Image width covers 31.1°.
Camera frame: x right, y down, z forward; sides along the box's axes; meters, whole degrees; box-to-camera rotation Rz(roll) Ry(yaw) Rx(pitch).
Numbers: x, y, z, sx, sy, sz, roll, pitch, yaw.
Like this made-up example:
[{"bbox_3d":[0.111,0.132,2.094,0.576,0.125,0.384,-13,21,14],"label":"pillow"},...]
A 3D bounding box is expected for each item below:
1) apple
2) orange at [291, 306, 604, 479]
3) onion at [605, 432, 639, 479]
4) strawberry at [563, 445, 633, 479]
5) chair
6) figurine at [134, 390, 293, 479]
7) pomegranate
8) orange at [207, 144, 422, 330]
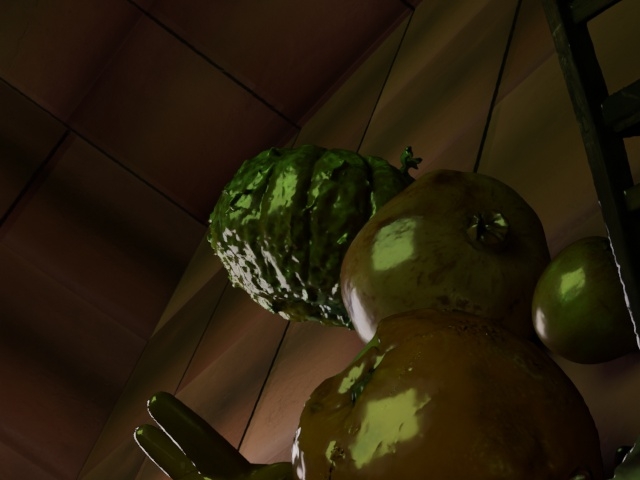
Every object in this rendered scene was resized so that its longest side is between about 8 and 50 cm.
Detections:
[{"bbox_3d":[0.232,0.050,0.986,0.102,0.099,0.114,-50,17,26],"label":"apple"},{"bbox_3d":[0.093,0.171,0.881,0.240,0.240,0.240,-50,14,17],"label":"orange"},{"bbox_3d":[0.268,0.100,0.505,0.111,0.248,0.250,-106,25,-47],"label":"onion"},{"bbox_3d":[0.140,0.258,0.695,0.234,0.234,0.178,-47,44,27],"label":"strawberry"},{"bbox_3d":[0.344,-0.118,0.893,0.241,0.416,0.203,-10,-9,-28],"label":"chair"},{"bbox_3d":[-0.124,0.352,0.949,0.268,0.401,0.387,-3,55,49],"label":"figurine"},{"bbox_3d":[0.127,0.030,1.153,0.215,0.215,0.215,-50,14,17],"label":"pomegranate"},{"bbox_3d":[0.000,0.000,1.487,0.300,0.301,0.223,94,-174,-68],"label":"orange"}]
